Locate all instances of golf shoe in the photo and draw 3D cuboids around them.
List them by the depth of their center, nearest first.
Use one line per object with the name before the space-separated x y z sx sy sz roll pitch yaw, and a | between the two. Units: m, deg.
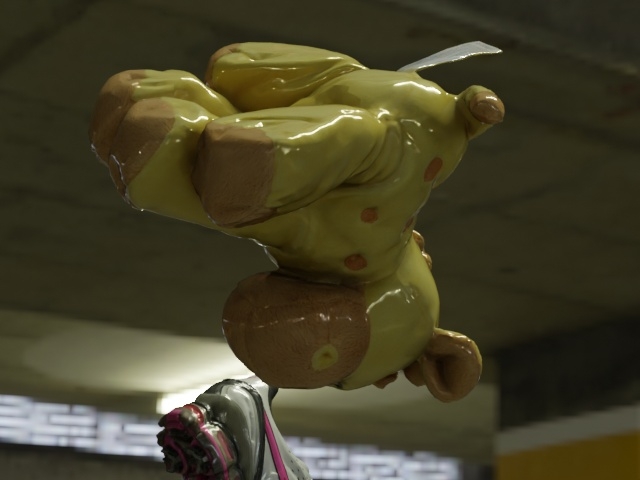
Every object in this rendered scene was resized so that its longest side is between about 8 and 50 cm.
golf shoe | -0.028 0.171 1.034 0.086 0.186 0.067 -28 17 -36

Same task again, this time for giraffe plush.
giraffe plush | 0.000 0.000 0.863 0.210 0.170 0.181 -10 22 -18
